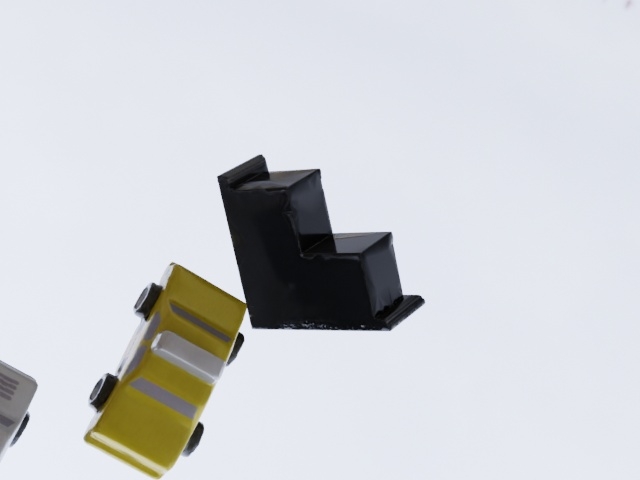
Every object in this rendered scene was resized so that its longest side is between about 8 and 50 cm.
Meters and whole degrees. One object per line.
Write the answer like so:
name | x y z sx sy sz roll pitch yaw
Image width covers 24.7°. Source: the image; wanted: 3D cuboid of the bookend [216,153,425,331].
bookend | 0.000 0.000 1.364 0.156 0.157 0.072 -2 -162 34

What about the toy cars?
toy cars | -0.210 0.137 1.223 0.394 0.087 0.176 -20 -96 -29
